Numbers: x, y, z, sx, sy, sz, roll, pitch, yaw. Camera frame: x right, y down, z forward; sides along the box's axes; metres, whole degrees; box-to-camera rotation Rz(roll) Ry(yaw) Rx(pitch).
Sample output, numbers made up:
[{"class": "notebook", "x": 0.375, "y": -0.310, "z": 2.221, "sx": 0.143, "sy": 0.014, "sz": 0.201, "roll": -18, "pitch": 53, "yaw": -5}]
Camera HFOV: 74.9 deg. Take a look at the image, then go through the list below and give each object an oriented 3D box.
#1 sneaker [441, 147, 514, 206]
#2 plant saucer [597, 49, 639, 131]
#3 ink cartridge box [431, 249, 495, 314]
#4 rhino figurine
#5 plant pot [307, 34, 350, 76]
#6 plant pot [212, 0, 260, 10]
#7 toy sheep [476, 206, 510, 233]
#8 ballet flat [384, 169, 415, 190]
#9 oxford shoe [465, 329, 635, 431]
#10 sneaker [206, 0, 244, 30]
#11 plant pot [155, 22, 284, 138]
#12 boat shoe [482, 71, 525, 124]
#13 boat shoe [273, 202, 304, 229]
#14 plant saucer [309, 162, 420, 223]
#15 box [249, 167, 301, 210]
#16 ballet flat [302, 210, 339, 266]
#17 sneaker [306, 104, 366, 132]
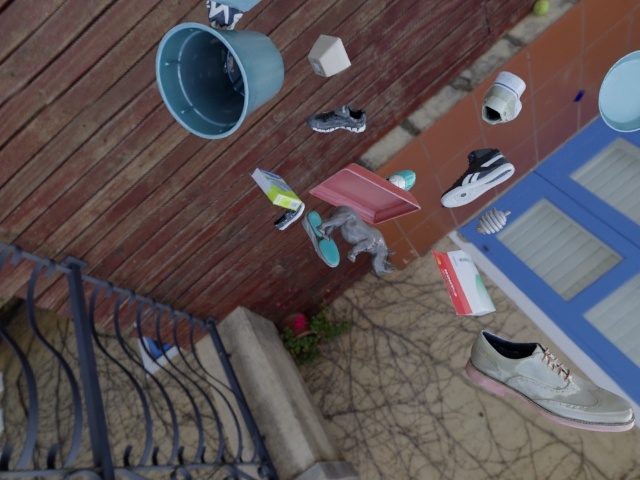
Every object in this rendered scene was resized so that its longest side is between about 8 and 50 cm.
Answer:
[{"class": "sneaker", "x": 0.439, "y": -0.191, "z": 1.230, "sx": 0.216, "sy": 0.121, "sz": 0.079, "roll": -28, "pitch": 144, "yaw": 10}, {"class": "plant saucer", "x": 0.484, "y": -0.232, "z": 0.652, "sx": 0.119, "sy": 0.021, "sz": 0.120, "roll": -2, "pitch": 109, "yaw": -6}, {"class": "ink cartridge box", "x": 0.387, "y": 0.109, "z": 1.123, "sx": 0.056, "sy": 0.181, "sz": 0.224, "roll": -28, "pitch": 156, "yaw": 25}, {"class": "rhino figurine", "x": 0.109, "y": 0.005, "z": 1.104, "sx": 0.106, "sy": 0.243, "sz": 0.073, "roll": -51, "pitch": -173, "yaw": -7}, {"class": "plant pot", "x": 0.022, "y": -0.637, "z": 1.461, "sx": 0.096, "sy": 0.109, "sz": 0.109, "roll": -46, "pitch": 137, "yaw": -9}, {"class": "plant pot", "x": -0.145, "y": -0.556, "z": 0.655, "sx": 0.247, "sy": 0.252, "sz": 0.248, "roll": -13, "pitch": 102, "yaw": -45}, {"class": "toy sheep", "x": 0.625, "y": -0.072, "z": 1.517, "sx": 0.132, "sy": 0.091, "sz": 0.091, "roll": -40, "pitch": 146, "yaw": 27}, {"class": "ballet flat", "x": 0.237, "y": -0.186, "z": 1.528, "sx": 0.247, "sy": 0.083, "sz": 0.087, "roll": -22, "pitch": -177, "yaw": 8}, {"class": "oxford shoe", "x": 0.583, "y": 0.354, "z": 1.076, "sx": 0.140, "sy": 0.396, "sz": 0.147, "roll": -30, "pitch": 128, "yaw": -55}, {"class": "sneaker", "x": -0.374, "y": -0.816, "z": 1.442, "sx": 0.153, "sy": 0.234, "sz": 0.094, "roll": -58, "pitch": -179, "yaw": 21}, {"class": "plant pot", "x": -0.307, "y": -0.558, "z": 1.416, "sx": 0.334, "sy": 0.341, "sz": 0.341, "roll": -51, "pitch": 166, "yaw": -52}, {"class": "boat shoe", "x": 0.483, "y": -0.371, "z": 1.147, "sx": 0.094, "sy": 0.109, "sz": 0.302, "roll": -54, "pitch": 164, "yaw": 14}, {"class": "boat shoe", "x": -0.117, "y": -0.092, "z": 1.540, "sx": 0.142, "sy": 0.049, "sz": 0.040, "roll": -43, "pitch": 138, "yaw": 22}, {"class": "plant saucer", "x": 0.129, "y": -0.139, "z": 1.248, "sx": 0.258, "sy": 0.259, "sz": 0.048, "roll": 24, "pitch": 74, "yaw": -19}, {"class": "box", "x": -0.149, "y": -0.174, "z": 1.376, "sx": 0.109, "sy": 0.178, "sz": 0.042, "roll": 13, "pitch": 119, "yaw": -48}, {"class": "ballet flat", "x": 0.000, "y": 0.000, "z": 1.419, "sx": 0.072, "sy": 0.213, "sz": 0.068, "roll": -16, "pitch": 164, "yaw": -32}, {"class": "sneaker", "x": 0.064, "y": -0.458, "z": 1.542, "sx": 0.234, "sy": 0.078, "sz": 0.106, "roll": -1, "pitch": 155, "yaw": -12}]
